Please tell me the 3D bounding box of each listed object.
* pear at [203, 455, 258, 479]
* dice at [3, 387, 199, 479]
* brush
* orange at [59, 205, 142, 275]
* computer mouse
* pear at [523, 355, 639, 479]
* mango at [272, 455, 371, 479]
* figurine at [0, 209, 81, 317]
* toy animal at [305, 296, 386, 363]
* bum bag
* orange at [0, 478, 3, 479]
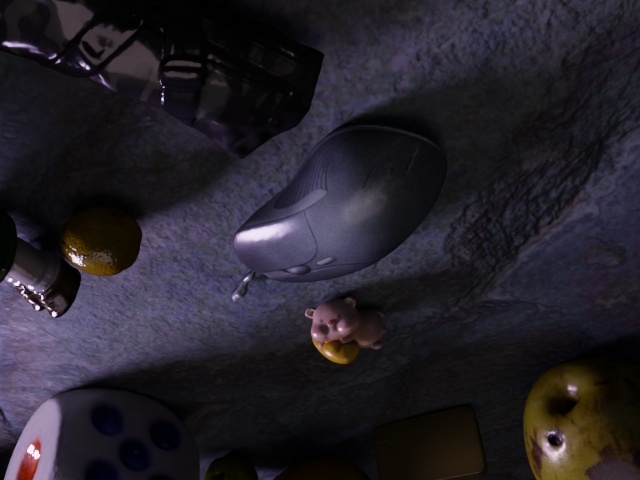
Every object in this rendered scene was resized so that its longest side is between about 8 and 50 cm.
[{"bbox_3d":[-0.173,0.475,1.391,0.107,0.107,0.131,-15,138,12],"label":"pear"},{"bbox_3d":[-0.368,0.405,1.191,0.251,0.243,0.259,25,128,-29],"label":"dice"},{"bbox_3d":[0.200,0.386,1.301,0.197,0.123,0.059,-18,141,16],"label":"brush"},{"bbox_3d":[-0.262,0.001,0.849,0.095,0.085,0.085,5,138,-14],"label":"orange"},{"bbox_3d":[0.000,0.000,0.870,0.167,0.090,0.379,27,132,-29],"label":"computer mouse"},{"bbox_3d":[0.465,0.315,1.140,0.283,0.284,0.284,-2,139,-2],"label":"pear"},{"bbox_3d":[-0.038,0.577,1.399,0.232,0.300,0.446,43,151,7],"label":"mango"},{"bbox_3d":[-0.446,-0.002,0.777,0.281,0.167,0.370,11,168,45],"label":"figurine"},{"bbox_3d":[0.037,0.122,1.016,0.114,0.091,0.082,-5,125,4],"label":"toy animal"},{"bbox_3d":[-0.158,-0.179,0.644,0.340,0.095,0.144,22,118,-29],"label":"bum bag"},{"bbox_3d":[-0.689,0.529,1.298,0.264,0.264,0.264,-2,139,-2],"label":"orange"}]
